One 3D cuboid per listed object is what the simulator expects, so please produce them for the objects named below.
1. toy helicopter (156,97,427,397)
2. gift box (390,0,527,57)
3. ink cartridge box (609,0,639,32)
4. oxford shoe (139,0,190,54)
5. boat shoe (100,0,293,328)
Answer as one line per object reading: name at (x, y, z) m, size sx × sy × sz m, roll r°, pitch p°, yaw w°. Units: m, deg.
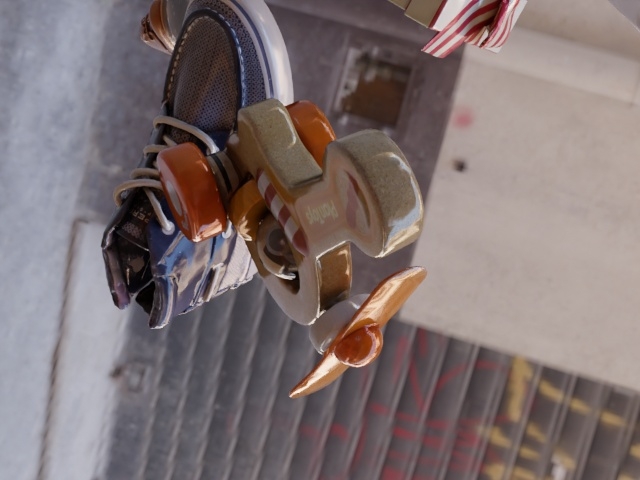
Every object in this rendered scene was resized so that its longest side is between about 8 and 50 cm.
toy helicopter at (0.000, 0.000, 0.930) m, size 0.235 × 0.140 × 0.355 m, roll 69°, pitch -17°, yaw 0°
gift box at (0.164, -0.398, 1.655) m, size 0.276 × 0.258 × 0.255 m, roll -7°, pitch 127°, yaw -57°
ink cartridge box at (0.400, -0.308, 1.083) m, size 0.117 × 0.207 × 0.283 m, roll -115°, pitch -147°, yaw -53°
oxford shoe at (-0.171, -0.236, 1.385) m, size 0.212 × 0.076 × 0.076 m, roll -17°, pitch 105°, yaw -87°
boat shoe at (-0.124, -0.069, 1.170) m, size 0.158 × 0.127 × 0.340 m, roll -36°, pitch 140°, yaw -43°
